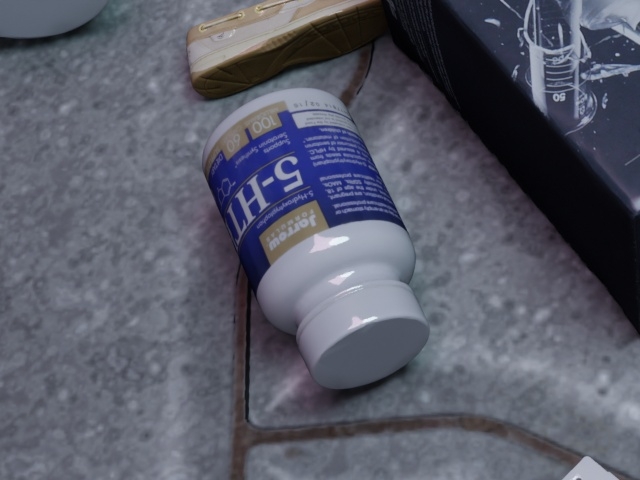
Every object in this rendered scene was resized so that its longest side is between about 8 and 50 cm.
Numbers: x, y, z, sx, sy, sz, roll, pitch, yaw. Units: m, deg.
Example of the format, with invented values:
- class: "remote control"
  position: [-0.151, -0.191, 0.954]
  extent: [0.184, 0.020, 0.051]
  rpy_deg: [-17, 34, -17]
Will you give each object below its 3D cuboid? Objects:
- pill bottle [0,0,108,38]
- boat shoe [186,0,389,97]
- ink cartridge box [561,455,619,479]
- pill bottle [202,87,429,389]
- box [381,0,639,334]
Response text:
- class: "pill bottle"
  position: [-0.233, -0.311, 1.342]
  extent: [0.161, 0.161, 0.283]
  rpy_deg: [-10, 61, 7]
- class: "boat shoe"
  position: [-0.023, -0.164, 1.272]
  extent: [0.170, 0.063, 0.059]
  rpy_deg: [-20, 65, 2]
- class: "ink cartridge box"
  position: [0.181, 0.179, 1.058]
  extent: [0.048, 0.028, 0.083]
  rpy_deg: [-43, 62, -12]
- class: "pill bottle"
  position: [0.000, 0.000, 1.149]
  extent: [0.112, 0.112, 0.187]
  rpy_deg: [-24, 59, -1]
- class: "box"
  position: [0.257, -0.172, 1.147]
  extent: [0.343, 0.179, 0.312]
  rpy_deg: [-34, 61, -6]
